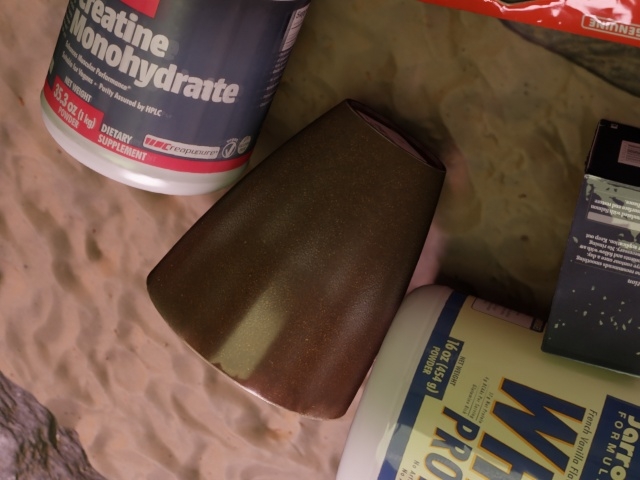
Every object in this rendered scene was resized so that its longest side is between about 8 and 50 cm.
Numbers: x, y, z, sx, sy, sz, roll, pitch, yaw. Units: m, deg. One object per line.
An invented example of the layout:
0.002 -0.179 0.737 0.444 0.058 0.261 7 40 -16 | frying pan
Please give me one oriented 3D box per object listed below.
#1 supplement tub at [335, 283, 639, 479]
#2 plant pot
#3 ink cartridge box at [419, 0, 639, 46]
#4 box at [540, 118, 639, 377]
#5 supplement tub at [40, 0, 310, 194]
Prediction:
0.195 0.193 1.159 0.324 0.235 0.235 19 115 10 | supplement tub
0.000 0.000 1.178 0.215 0.215 0.230 36 104 2 | plant pot
0.150 -0.257 1.048 0.275 0.060 0.239 14 135 12 | ink cartridge box
0.249 0.003 1.110 0.093 0.156 0.158 15 115 11 | box
-0.112 -0.193 1.128 0.191 0.191 0.272 26 117 7 | supplement tub
